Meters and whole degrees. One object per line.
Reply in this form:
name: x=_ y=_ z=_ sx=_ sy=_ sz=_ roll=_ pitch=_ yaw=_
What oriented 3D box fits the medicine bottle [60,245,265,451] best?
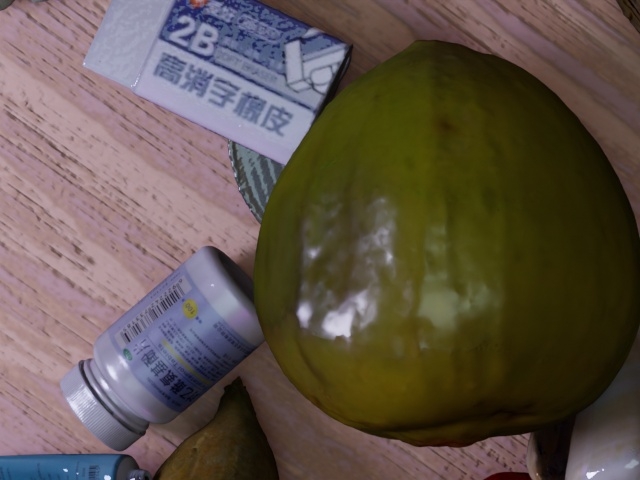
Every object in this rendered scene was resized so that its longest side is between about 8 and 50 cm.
medicine bottle: x=-0.137 y=0.099 z=1.502 sx=0.187 sy=0.103 sz=0.103 roll=-40 pitch=96 yaw=6

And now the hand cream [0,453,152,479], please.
hand cream: x=-0.254 y=0.232 z=1.531 sx=0.224 sy=0.048 sz=0.083 roll=-9 pitch=100 yaw=24

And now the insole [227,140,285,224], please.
insole: x=0.000 y=0.000 z=1.532 sx=0.119 sy=0.009 sz=0.348 roll=-16 pitch=98 yaw=2

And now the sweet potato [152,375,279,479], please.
sweet potato: x=-0.111 y=0.311 z=1.511 sx=0.158 sy=0.158 sz=0.369 roll=14 pitch=97 yaw=-1

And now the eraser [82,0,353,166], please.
eraser: x=-0.090 y=-0.162 z=1.474 sx=0.210 sy=0.068 sz=0.124 roll=26 pitch=96 yaw=2

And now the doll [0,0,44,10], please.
doll: x=-0.254 y=-0.332 z=1.426 sx=0.258 sy=0.154 sz=0.228 roll=-32 pitch=93 yaw=-2

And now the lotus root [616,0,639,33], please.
lotus root: x=0.336 y=-0.197 z=1.459 sx=0.159 sy=0.095 sz=0.135 roll=42 pitch=93 yaw=-11

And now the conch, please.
conch: x=0.273 y=0.156 z=1.453 sx=0.127 sy=0.255 sz=0.158 roll=33 pitch=139 yaw=-22

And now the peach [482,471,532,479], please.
peach: x=0.187 y=0.308 z=1.488 sx=0.192 sy=0.190 sz=0.190 roll=34 pitch=98 yaw=-21

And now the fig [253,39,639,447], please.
fig: x=0.106 y=0.002 z=1.380 sx=0.343 sy=0.343 sz=0.343 roll=0 pitch=99 yaw=1
